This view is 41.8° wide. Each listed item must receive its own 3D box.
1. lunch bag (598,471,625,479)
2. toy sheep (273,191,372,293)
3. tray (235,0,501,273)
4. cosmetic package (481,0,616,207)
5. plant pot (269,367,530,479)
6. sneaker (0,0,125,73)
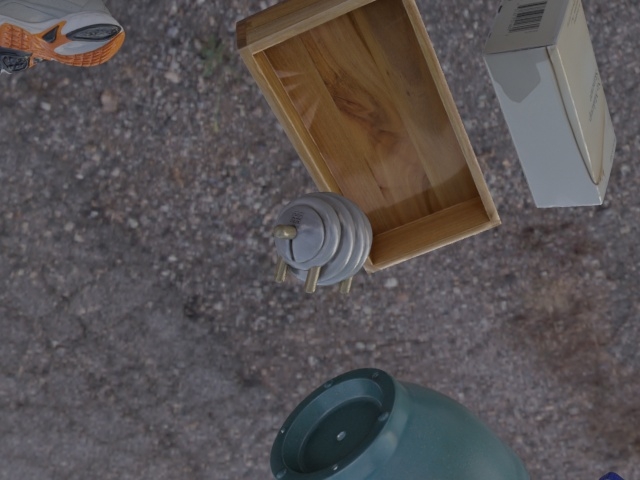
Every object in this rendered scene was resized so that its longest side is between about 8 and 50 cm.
[{"bbox_3d":[0.311,0.448,0.680,0.385,0.328,0.239,31,129,23],"label":"lunch bag"},{"bbox_3d":[0.000,0.000,0.731,0.091,0.091,0.132,-23,167,24],"label":"toy sheep"},{"bbox_3d":[0.076,-0.141,1.076,0.203,0.076,0.411,-21,132,12],"label":"tray"},{"bbox_3d":[0.353,-0.211,1.267,0.113,0.160,0.309,-2,139,33],"label":"cosmetic package"},{"bbox_3d":[0.064,0.274,0.965,0.293,0.293,0.196,-27,113,27],"label":"plant pot"},{"bbox_3d":[-0.409,-0.298,1.136,0.262,0.121,0.099,-10,149,-36],"label":"sneaker"}]
